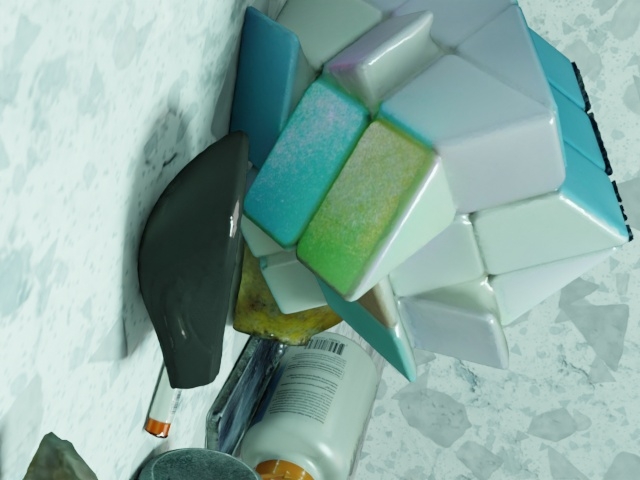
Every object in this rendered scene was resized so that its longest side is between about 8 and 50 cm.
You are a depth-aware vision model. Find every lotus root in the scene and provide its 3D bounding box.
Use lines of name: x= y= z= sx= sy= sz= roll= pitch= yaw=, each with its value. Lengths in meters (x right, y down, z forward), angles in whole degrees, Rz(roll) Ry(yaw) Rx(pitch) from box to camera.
lotus root: x=-0.006 y=0.008 z=1.431 sx=0.267 sy=0.149 sz=0.260 roll=60 pitch=47 yaw=-72

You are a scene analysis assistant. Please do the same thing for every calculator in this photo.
calculator: x=-0.097 y=0.194 z=1.580 sx=0.261 sy=0.021 sz=0.161 roll=-63 pitch=165 yaw=-46

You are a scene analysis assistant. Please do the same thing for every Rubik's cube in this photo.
Rubik's cube: x=0.094 y=-0.073 z=1.154 sx=0.387 sy=0.368 sz=0.358 roll=-95 pitch=166 yaw=-44

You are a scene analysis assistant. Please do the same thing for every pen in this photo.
pen: x=-0.133 y=0.085 z=1.196 sx=0.028 sy=0.028 sz=0.239 roll=16 pitch=91 yaw=-80

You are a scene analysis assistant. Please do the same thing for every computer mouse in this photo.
computer mouse: x=-0.114 y=0.016 z=1.031 sx=0.147 sy=0.088 sz=0.264 roll=-87 pitch=-176 yaw=-52

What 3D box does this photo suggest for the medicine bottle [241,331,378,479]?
medicine bottle: x=-0.020 y=0.272 z=1.682 sx=0.288 sy=0.157 sz=0.157 roll=-64 pitch=167 yaw=-53

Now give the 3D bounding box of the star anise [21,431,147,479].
star anise: x=-0.194 y=0.304 z=0.838 sx=0.332 sy=0.117 sz=0.331 roll=-29 pitch=125 yaw=-54

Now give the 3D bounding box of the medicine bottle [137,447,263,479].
medicine bottle: x=-0.149 y=0.381 z=1.265 sx=0.141 sy=0.141 sz=0.293 roll=-47 pitch=152 yaw=-67
